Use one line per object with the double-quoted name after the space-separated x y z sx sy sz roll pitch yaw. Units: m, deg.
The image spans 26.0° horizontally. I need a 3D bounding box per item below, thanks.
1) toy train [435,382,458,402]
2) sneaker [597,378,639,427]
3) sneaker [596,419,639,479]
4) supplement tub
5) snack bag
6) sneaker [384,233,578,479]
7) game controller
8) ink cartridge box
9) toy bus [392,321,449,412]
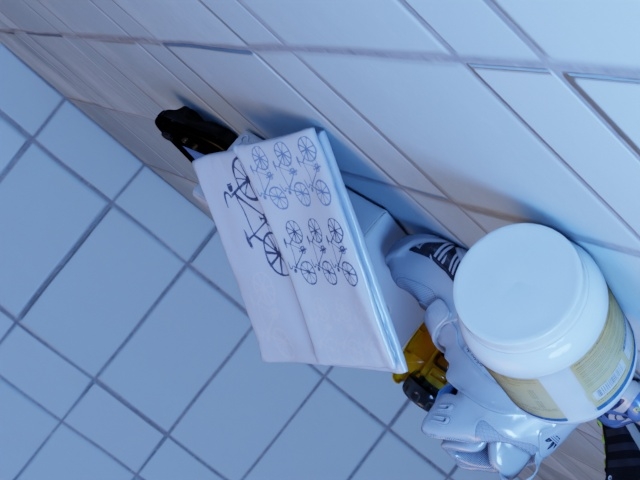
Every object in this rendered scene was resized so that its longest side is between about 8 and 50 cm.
0.225 0.182 1.813 0.080 0.184 0.105 32 -178 35 "toy train"
0.365 0.192 1.686 0.059 0.053 0.144 38 164 -5 "sneaker"
0.382 0.276 1.754 0.084 0.097 0.234 47 -170 -45 "sneaker"
0.216 0.081 1.333 0.144 0.144 0.199 33 171 35 "supplement tub"
-0.043 0.019 1.781 0.343 0.037 0.323 -2 110 57 "snack bag"
0.172 0.141 1.667 0.366 0.210 0.137 32 171 39 "sneaker"
-0.140 -0.107 2.225 0.166 0.067 0.319 33 172 35 "game controller"
0.000 0.000 1.951 0.307 0.129 0.223 32 169 41 "ink cartridge box"
0.237 0.207 2.112 0.220 0.149 0.211 34 -174 9 "toy bus"
